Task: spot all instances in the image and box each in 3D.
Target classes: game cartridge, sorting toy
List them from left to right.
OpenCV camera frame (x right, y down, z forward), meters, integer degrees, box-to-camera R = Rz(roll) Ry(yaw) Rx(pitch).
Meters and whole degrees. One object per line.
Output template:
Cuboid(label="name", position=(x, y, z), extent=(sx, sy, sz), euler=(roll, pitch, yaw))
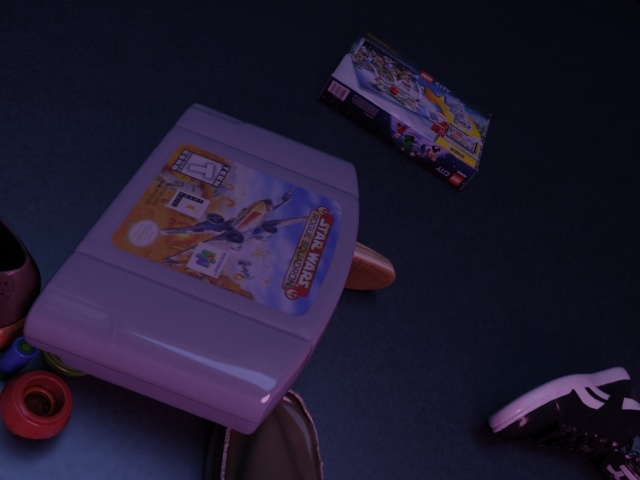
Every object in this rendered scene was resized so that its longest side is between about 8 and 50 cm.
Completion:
Cuboid(label="sorting toy", position=(-0.200, 0.097, 0.437), extent=(0.061, 0.042, 0.102), euler=(40, 30, -19))
Cuboid(label="game cartridge", position=(-0.072, 0.001, 0.512), extent=(0.198, 0.062, 0.297), euler=(18, 44, 1))

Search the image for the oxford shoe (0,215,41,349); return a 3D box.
Cuboid(label="oxford shoe", position=(-0.305, -0.041, 0.436), extent=(0.271, 0.098, 0.097), euler=(37, 44, 0))

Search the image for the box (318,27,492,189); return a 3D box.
Cuboid(label="box", position=(0.127, -0.190, 0.867), extent=(0.233, 0.044, 0.159), euler=(32, 44, -5))

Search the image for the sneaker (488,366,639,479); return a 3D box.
Cuboid(label="sneaker", position=(0.274, 0.200, 0.614), extent=(0.217, 0.079, 0.121), euler=(-2, 55, -35))

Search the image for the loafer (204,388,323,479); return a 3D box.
Cuboid(label="loafer", position=(-0.026, 0.206, 0.415), extent=(0.094, 0.087, 0.251), euler=(13, 49, -23))

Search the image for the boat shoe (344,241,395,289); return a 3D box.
Cuboid(label="boat shoe", position=(0.000, 0.000, 0.619), extent=(0.170, 0.063, 0.059), euler=(20, 52, -16))
